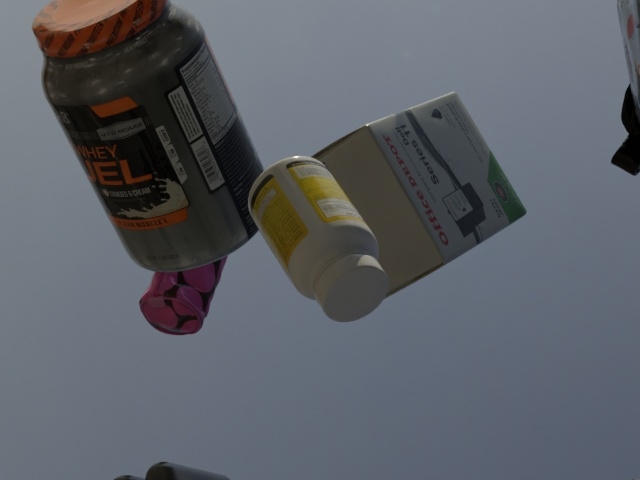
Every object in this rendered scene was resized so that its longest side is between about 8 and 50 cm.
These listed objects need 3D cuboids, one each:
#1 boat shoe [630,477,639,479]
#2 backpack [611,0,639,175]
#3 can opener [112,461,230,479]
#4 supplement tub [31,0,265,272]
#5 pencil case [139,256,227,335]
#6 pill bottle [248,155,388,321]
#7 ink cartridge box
[{"bbox_3d":[0.173,0.192,0.561,0.223,0.073,0.080,-99,174,-45],"label":"boat shoe"},{"bbox_3d":[0.332,-0.197,0.964,0.213,0.277,0.263,47,29,-87],"label":"backpack"},{"bbox_3d":[-0.109,0.273,1.266,0.076,0.283,0.095,-20,-109,11],"label":"can opener"},{"bbox_3d":[-0.192,-0.137,1.520,0.193,0.193,0.316,13,-45,45],"label":"supplement tub"},{"bbox_3d":[-0.168,0.013,1.712,0.095,0.098,0.209,5,-119,16],"label":"pencil case"},{"bbox_3d":[0.000,0.000,0.901,0.116,0.065,0.065,57,-47,44],"label":"pill bottle"},{"bbox_3d":[0.096,-0.048,1.298,0.087,0.208,0.153,-31,-92,33],"label":"ink cartridge box"}]
